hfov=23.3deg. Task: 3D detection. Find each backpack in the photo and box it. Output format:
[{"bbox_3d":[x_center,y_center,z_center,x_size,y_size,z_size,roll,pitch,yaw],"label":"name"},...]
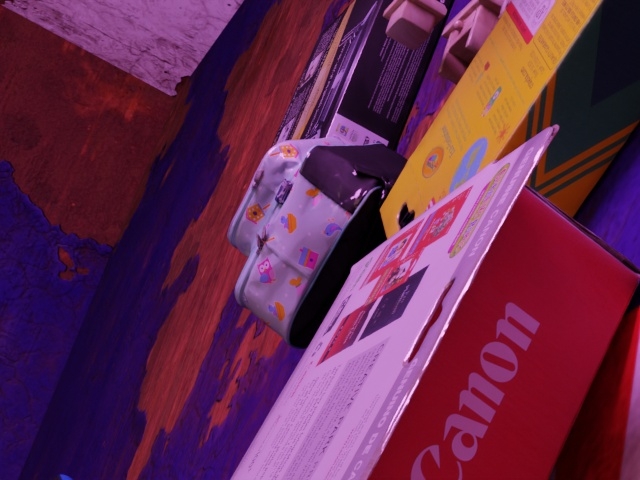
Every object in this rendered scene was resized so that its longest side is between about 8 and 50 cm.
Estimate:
[{"bbox_3d":[0.000,0.000,1.428,0.166,0.144,0.188,-13,-51,-61],"label":"backpack"}]

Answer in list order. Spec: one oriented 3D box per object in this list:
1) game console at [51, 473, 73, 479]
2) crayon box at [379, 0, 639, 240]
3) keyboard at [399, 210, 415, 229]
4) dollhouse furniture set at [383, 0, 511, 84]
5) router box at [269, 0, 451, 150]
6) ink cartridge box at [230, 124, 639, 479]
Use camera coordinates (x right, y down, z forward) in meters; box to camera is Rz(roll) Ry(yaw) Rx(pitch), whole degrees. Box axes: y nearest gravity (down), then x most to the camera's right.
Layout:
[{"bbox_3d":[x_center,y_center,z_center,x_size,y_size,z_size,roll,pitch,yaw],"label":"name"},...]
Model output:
[{"bbox_3d":[-0.236,0.398,1.538,0.173,0.250,0.293,-37,10,-11],"label":"game console"},{"bbox_3d":[0.164,-0.099,1.191,0.319,0.081,0.202,-57,14,19],"label":"crayon box"},{"bbox_3d":[0.096,-0.008,1.369,0.192,0.038,0.100,-62,-18,8],"label":"keyboard"},{"bbox_3d":[0.083,-0.337,1.365,0.303,0.355,0.174,-43,23,56],"label":"dollhouse furniture set"},{"bbox_3d":[0.024,-0.141,1.783,0.243,0.081,0.309,-31,34,64],"label":"router box"},{"bbox_3d":[0.062,0.117,0.943,0.309,0.130,0.272,-58,10,-32],"label":"ink cartridge box"}]
